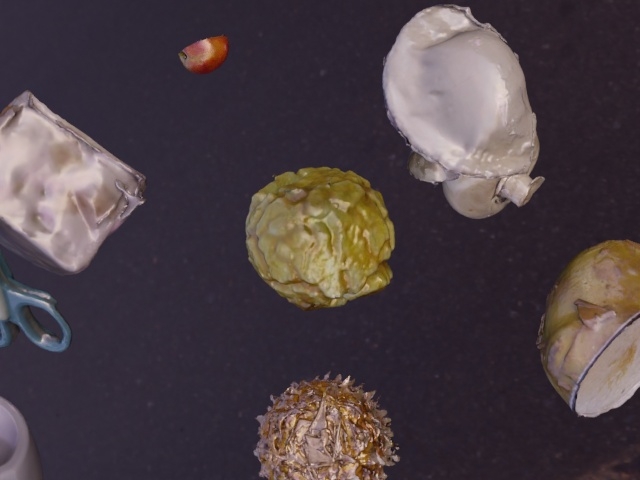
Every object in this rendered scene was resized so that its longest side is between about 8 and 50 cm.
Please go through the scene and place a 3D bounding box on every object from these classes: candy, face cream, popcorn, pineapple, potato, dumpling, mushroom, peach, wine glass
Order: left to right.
[{"bbox_3d":[-0.669,0.473,1.873,0.312,0.219,0.357,47,137,27],"label":"face cream"},{"bbox_3d":[-0.294,-0.051,1.037,0.137,0.185,0.195,-57,17,-15],"label":"candy"},{"bbox_3d":[-0.209,-0.337,1.760,0.098,0.098,0.061,-13,97,55],"label":"peach"},{"bbox_3d":[-0.006,-0.006,1.775,0.282,0.282,0.247,37,129,54],"label":"popcorn"},{"bbox_3d":[0.015,0.478,2.270,0.300,0.352,0.352,65,-154,-78],"label":"pineapple"},{"bbox_3d":[0.219,-0.245,1.894,0.156,0.156,0.232,-49,40,39],"label":"wine glass"},{"bbox_3d":[0.165,-0.175,1.200,0.142,0.172,0.247,113,136,-68],"label":"dumpling"},{"bbox_3d":[0.382,-0.152,2.080,0.202,0.246,0.246,41,118,31],"label":"mushroom"},{"bbox_3d":[0.444,0.130,1.554,0.196,0.299,0.246,37,153,38],"label":"potato"}]

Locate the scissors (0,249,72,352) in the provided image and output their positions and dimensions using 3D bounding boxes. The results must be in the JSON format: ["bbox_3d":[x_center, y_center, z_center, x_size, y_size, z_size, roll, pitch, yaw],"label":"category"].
[{"bbox_3d":[-0.342,0.015,0.952,0.289,0.138,0.041,78,-155,-43],"label":"scissors"}]
